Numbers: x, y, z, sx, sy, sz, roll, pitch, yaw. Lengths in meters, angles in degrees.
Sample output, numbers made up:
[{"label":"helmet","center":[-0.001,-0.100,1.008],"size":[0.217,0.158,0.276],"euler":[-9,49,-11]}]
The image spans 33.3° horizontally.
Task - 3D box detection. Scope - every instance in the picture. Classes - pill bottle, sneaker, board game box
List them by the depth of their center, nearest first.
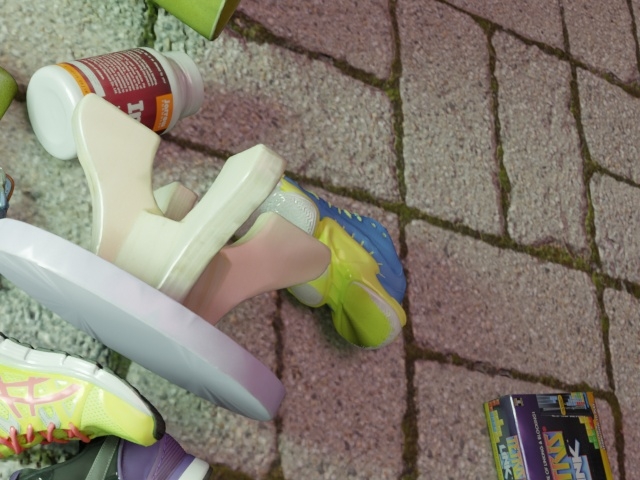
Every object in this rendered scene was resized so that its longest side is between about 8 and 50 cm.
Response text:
[{"label":"sneaker","center":[-0.209,0.245,0.808],"size":[0.124,0.107,0.283],"euler":[38,46,0]},{"label":"sneaker","center":[-0.219,0.131,0.813],"size":[0.208,0.081,0.094],"euler":[14,67,13]},{"label":"pill bottle","center":[-0.185,-0.131,0.987],"size":[0.152,0.086,0.086],"euler":[-23,85,-42]},{"label":"sneaker","center":[0.000,0.000,1.091],"size":[0.240,0.091,0.126],"euler":[50,30,-8]},{"label":"board game box","center":[0.262,0.256,1.192],"size":[0.141,0.048,0.170],"euler":[4,68,-38]}]

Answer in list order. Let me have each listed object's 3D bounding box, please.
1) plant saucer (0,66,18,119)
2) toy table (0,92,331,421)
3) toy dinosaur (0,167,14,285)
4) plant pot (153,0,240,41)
[{"label":"plant saucer","center":[-0.358,-0.126,0.876],"size":[0.188,0.045,0.188],"euler":[35,52,-22]},{"label":"toy table","center":[-0.122,0.014,0.890],"size":[0.274,0.252,0.161],"euler":[39,67,-31]},{"label":"toy dinosaur","center":[-0.282,-0.020,0.907],"size":[0.082,0.047,0.090],"euler":[-63,154,-53]},{"label":"plant pot","center":[-0.172,-0.381,1.023],"size":[0.293,0.275,0.275],"euler":[27,54,-6]}]
